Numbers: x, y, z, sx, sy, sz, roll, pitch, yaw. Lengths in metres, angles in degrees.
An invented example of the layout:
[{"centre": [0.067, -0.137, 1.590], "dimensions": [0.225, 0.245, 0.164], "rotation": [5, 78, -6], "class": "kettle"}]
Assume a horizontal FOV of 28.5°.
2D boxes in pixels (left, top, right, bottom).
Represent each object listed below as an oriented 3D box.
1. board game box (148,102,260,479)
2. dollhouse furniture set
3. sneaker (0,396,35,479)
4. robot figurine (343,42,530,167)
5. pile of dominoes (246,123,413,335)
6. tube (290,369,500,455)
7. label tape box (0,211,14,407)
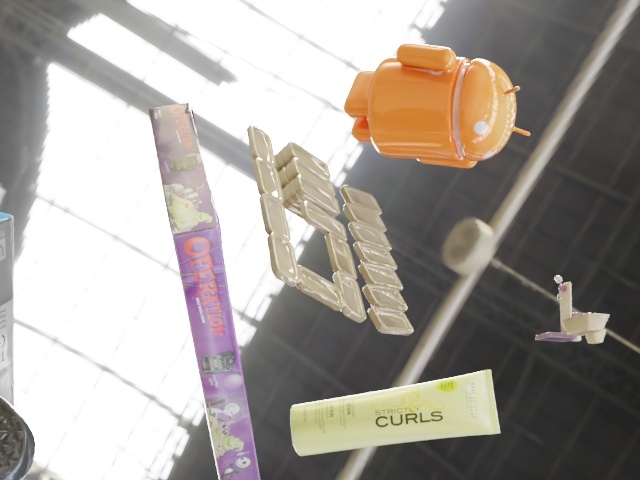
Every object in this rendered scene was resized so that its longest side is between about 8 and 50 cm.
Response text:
[{"centre": [-0.112, 0.064, 1.243], "dimensions": [0.056, 0.347, 0.208], "rotation": [-8, -141, -3], "class": "board game box"}, {"centre": [0.329, 0.078, 1.548], "dimensions": [0.114, 0.091, 0.081], "rotation": [148, -55, -68], "class": "dollhouse furniture set"}, {"centre": [-0.332, 0.177, 1.074], "dimensions": [0.234, 0.097, 0.084], "rotation": [8, -134, 25], "class": "sneaker"}, {"centre": [0.141, -0.161, 1.534], "dimensions": [0.219, 0.128, 0.158], "rotation": [5, -78, 22], "class": "robot figurine"}, {"centre": [0.000, 0.000, 1.293], "dimensions": [0.040, 0.196, 0.251], "rotation": [-42, -144, 24], "class": "pile of dominoes"}, {"centre": [0.086, 0.203, 1.476], "dimensions": [0.240, 0.062, 0.070], "rotation": [-9, -94, 9], "class": "tube"}, {"centre": [-0.446, 0.115, 1.297], "dimensions": [0.249, 0.115, 0.348], "rotation": [15, -63, 20], "class": "label tape box"}]
